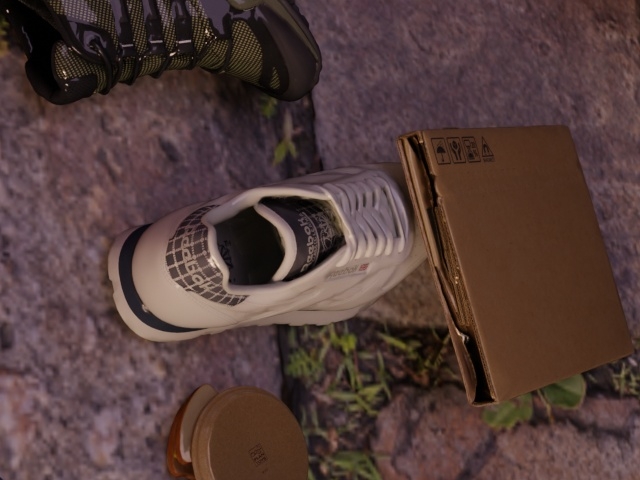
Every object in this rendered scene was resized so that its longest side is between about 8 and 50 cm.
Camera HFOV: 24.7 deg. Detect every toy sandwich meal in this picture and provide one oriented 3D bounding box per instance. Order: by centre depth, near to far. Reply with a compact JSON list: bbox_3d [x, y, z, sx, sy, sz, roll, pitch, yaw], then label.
[{"bbox_3d":[-0.044,0.117,0.787,0.085,0.029,0.085,14,66,-36],"label":"toy sandwich meal"}]

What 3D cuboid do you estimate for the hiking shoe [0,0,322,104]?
[{"bbox_3d":[-0.108,-0.114,0.798,0.227,0.086,0.114,26,75,-20],"label":"hiking shoe"}]

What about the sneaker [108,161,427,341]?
[{"bbox_3d":[0.000,0.000,0.816,0.235,0.095,0.090,-19,84,-41],"label":"sneaker"}]

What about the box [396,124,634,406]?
[{"bbox_3d":[0.127,0.009,0.910,0.201,0.021,0.164,-8,81,-56],"label":"box"}]

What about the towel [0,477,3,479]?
[{"bbox_3d":[-0.288,0.073,0.496,0.336,0.040,0.243,35,53,23],"label":"towel"}]
